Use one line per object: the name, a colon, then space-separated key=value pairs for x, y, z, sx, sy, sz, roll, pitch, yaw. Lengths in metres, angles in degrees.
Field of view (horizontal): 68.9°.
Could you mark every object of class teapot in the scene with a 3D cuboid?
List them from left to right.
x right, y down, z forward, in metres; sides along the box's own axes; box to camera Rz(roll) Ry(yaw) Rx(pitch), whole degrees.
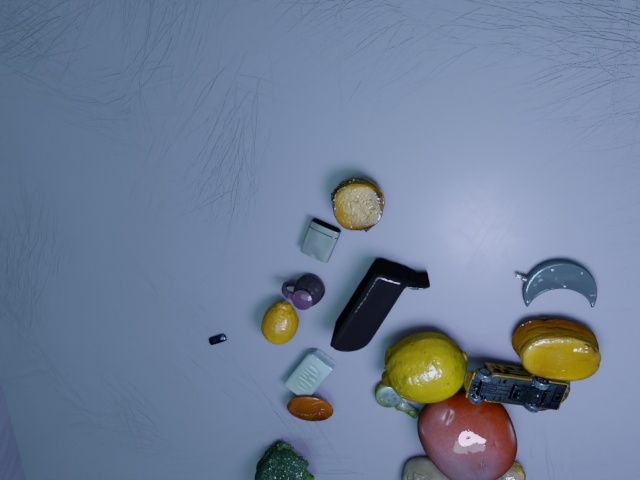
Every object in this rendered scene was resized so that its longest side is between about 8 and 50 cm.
teapot: x=-0.063 y=0.189 z=1.737 sx=0.148 sy=0.146 sz=0.116 roll=44 pitch=112 yaw=-1

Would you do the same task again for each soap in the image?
soap: x=-0.042 y=0.536 z=1.880 sx=0.119 sy=0.066 sz=0.198 roll=36 pitch=111 yaw=0

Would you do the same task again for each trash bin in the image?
trash bin: x=0.000 y=0.000 z=1.712 sx=0.116 sy=0.059 sz=0.129 roll=24 pitch=112 yaw=7

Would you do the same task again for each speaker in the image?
speaker: x=0.205 y=0.241 z=1.674 sx=0.184 sy=0.180 sz=0.388 roll=30 pitch=111 yaw=-1

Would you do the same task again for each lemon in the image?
lemon: x=-0.155 y=0.316 z=1.804 sx=0.142 sy=0.142 sz=0.186 roll=19 pitch=106 yaw=8
lemon: x=0.366 y=0.452 z=1.658 sx=0.320 sy=0.245 sz=0.245 roll=-20 pitch=101 yaw=14

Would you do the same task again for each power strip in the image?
power strip: x=0.784 y=0.146 z=1.560 sx=0.254 sy=0.054 sz=0.167 roll=1 pitch=104 yaw=14

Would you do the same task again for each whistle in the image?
whistle: x=0.302 y=0.628 z=1.832 sx=0.198 sy=0.057 sz=0.104 roll=35 pitch=106 yaw=-6

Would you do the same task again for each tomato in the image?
tomato: x=0.519 y=0.703 z=1.665 sx=0.342 sy=0.272 sz=0.341 roll=2 pitch=120 yaw=4

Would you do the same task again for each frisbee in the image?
frisbee: x=-0.044 y=0.698 z=1.906 sx=0.192 sy=0.035 sz=0.191 roll=5 pitch=132 yaw=5

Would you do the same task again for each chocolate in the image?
chocolate: x=0.646 y=0.947 z=1.793 sx=0.309 sy=0.134 sz=0.134 roll=-39 pitch=94 yaw=22

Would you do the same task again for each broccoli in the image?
broccoli: x=-0.155 y=1.001 z=1.984 sx=0.295 sy=0.264 sz=0.245 roll=-31 pitch=132 yaw=27

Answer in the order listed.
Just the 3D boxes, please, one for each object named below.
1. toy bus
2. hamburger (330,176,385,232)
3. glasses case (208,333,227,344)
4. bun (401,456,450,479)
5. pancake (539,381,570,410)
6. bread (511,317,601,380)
toy bus: x=0.659 y=0.496 z=1.599 sx=0.336 sy=0.123 sz=0.121 roll=9 pitch=109 yaw=-5
hamburger: x=0.125 y=-0.128 z=1.611 sx=0.191 sy=0.118 sz=0.181 roll=16 pitch=106 yaw=6
glasses case: x=-0.436 y=0.419 z=1.967 sx=0.083 sy=0.023 sz=0.033 roll=-20 pitch=102 yaw=19
bun: x=0.414 y=0.978 z=1.831 sx=0.239 sy=0.141 sz=0.238 roll=8 pitch=102 yaw=42
pancake: x=0.796 y=0.534 z=1.690 sx=0.200 sy=0.021 sz=0.199 roll=4 pitch=107 yaw=13
bread: x=0.794 y=0.366 z=1.574 sx=0.270 sy=0.142 sz=0.195 roll=4 pitch=116 yaw=10
